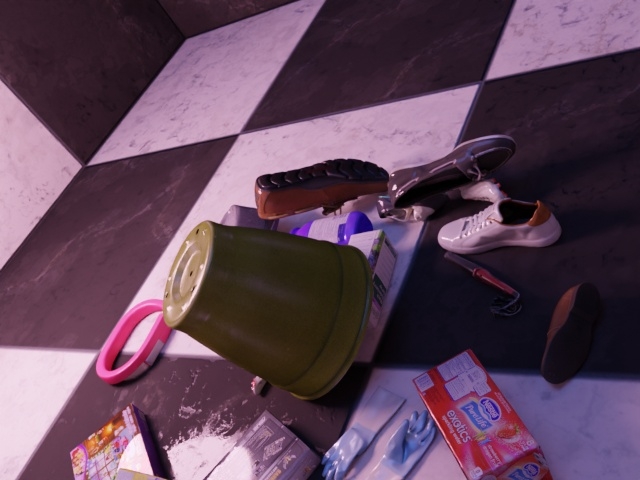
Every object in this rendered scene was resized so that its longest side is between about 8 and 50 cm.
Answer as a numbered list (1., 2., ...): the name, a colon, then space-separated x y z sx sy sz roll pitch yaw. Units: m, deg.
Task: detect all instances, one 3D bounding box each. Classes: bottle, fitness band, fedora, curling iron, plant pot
1. bottle: 0.000 0.000 1.955 0.283 0.092 0.118 -12 45 32
2. fitness band: -0.538 0.288 2.124 0.209 0.054 0.290 -8 42 35
3. fedora: -0.226 -0.018 2.082 0.244 0.124 0.275 -44 24 33
4. curling iron: 0.346 0.085 1.604 0.068 0.035 0.274 -38 35 -1
5. plant pot: -0.137 0.125 1.586 0.366 0.353 0.366 -42 37 42

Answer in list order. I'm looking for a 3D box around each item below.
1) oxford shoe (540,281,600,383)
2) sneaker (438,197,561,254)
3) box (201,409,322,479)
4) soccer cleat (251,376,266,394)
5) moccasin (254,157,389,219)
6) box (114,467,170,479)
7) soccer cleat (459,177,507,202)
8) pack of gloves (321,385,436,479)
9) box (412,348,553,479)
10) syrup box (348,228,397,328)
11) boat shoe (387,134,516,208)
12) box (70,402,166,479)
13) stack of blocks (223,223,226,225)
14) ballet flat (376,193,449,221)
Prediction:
1. oxford shoe: 0.461 0.180 1.381 0.212 0.076 0.076 -58 10 -24
2. sneaker: 0.384 -0.047 1.650 0.290 0.123 0.105 -8 46 37
3. box: -0.132 0.491 1.528 0.231 0.056 0.183 -47 36 -14
4. soccer cleat: -0.138 0.331 1.746 0.036 0.029 0.083 -17 34 33
5. moccasin: 0.011 -0.128 2.012 0.380 0.146 0.139 -14 38 -14
6. box: -0.374 0.570 1.600 0.179 0.043 0.105 7 67 21
7. soccer cleat: 0.388 -0.122 1.789 0.076 0.068 0.196 -42 27 2
8. pack of gloves: 0.106 0.400 1.438 0.195 0.046 0.232 18 62 49
9. box: 0.280 0.332 1.286 0.128 0.122 0.257 -29 35 0
10. syrup box: 0.103 0.094 1.754 0.096 0.093 0.236 -11 42 32
11. boat shoe: 0.313 -0.155 1.755 0.335 0.112 0.095 -16 56 33
12. box: -0.492 0.554 1.767 0.201 0.057 0.293 -40 35 -4
13. stack of blocks: -0.163 0.095 1.805 0.171 0.297 0.087 -49 36 -16
14. ballet flat: 0.235 -0.081 1.877 0.203 0.074 0.074 -1 48 32
